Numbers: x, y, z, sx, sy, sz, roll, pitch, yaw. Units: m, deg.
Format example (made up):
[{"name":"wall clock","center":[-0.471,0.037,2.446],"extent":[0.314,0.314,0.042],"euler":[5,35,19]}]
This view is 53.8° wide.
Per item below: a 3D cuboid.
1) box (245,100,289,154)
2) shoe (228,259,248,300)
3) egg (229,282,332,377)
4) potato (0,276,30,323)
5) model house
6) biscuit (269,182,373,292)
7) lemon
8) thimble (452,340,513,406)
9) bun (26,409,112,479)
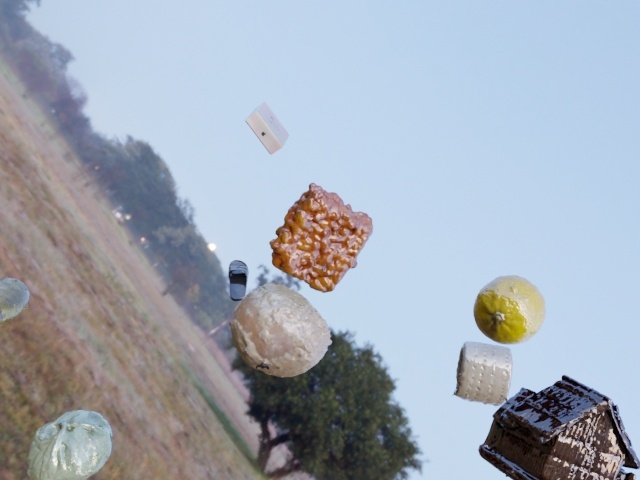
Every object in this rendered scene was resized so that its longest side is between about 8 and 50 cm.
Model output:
[{"name":"box","center":[-0.159,-0.339,1.898],"extent":[0.129,0.051,0.130],"euler":[53,19,-18]},{"name":"shoe","center":[-0.280,0.122,2.135],"extent":[0.049,0.071,0.179],"euler":[88,-3,-45]},{"name":"egg","center":[-0.123,0.268,1.866],"extent":[0.310,0.279,0.279],"euler":[27,-27,16]},{"name":"potato","center":[-0.948,0.185,1.833],"extent":[0.251,0.149,0.113],"euler":[-74,180,-70]},{"name":"model house","center":[0.616,0.488,1.611],"extent":[0.297,0.283,0.317],"euler":[16,-1,-18]},{"name":"biscuit","center":[0.000,0.000,2.089],"extent":[0.312,0.318,0.110],"euler":[32,9,-33]},{"name":"lemon","center":[0.525,0.194,1.756],"extent":[0.192,0.231,0.192],"euler":[8,-74,31]},{"name":"thimble","center":[0.287,0.236,1.123],"extent":[0.090,0.102,0.115],"euler":[8,-59,8]},{"name":"bun","center":[-0.606,0.486,1.509],"extent":[0.212,0.203,0.127],"euler":[32,-37,60]}]
